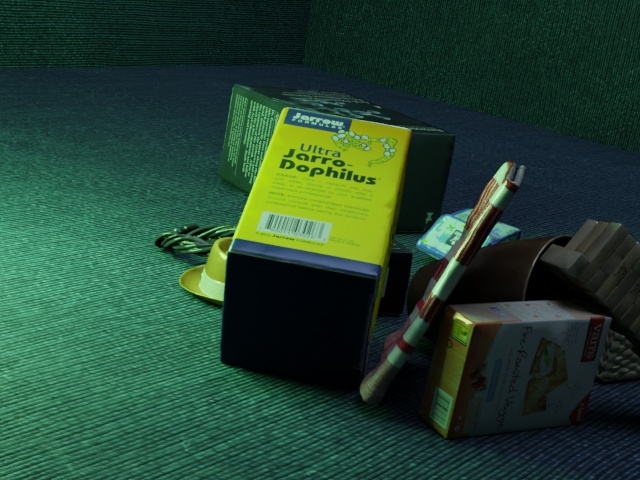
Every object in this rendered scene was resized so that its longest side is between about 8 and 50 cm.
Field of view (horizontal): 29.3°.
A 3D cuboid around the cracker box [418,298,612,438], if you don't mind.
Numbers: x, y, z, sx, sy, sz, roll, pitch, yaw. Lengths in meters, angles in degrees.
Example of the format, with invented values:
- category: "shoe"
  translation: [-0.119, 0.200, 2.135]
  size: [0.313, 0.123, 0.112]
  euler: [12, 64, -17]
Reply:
- category: "cracker box"
  translation: [0.247, 0.159, 1.543]
  size: [0.232, 0.156, 0.067]
  euler: [-1, 21, -33]

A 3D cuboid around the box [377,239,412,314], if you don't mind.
- category: "box"
  translation: [0.029, 0.034, 1.951]
  size: [0.153, 0.108, 0.207]
  euler: [2, 17, -24]

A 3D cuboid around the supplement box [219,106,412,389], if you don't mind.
- category: "supplement box"
  translation: [0.000, 0.000, 1.676]
  size: [0.195, 0.194, 0.356]
  euler: [11, 38, 4]

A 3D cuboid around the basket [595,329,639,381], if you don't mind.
- category: "basket"
  translation: [0.449, 0.139, 1.827]
  size: [0.167, 0.113, 0.103]
  euler: [-2, 21, -36]

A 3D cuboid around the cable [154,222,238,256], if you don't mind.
- category: "cable"
  translation: [-0.184, -0.002, 2.023]
  size: [0.184, 0.047, 0.150]
  euler: [12, 10, 41]

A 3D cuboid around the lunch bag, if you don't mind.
- category: "lunch bag"
  translation: [0.271, 0.009, 2.240]
  size: [0.151, 0.096, 0.129]
  euler: [-22, 34, -37]

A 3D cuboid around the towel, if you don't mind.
- category: "towel"
  translation: [0.160, 0.046, 1.579]
  size: [0.037, 0.329, 0.237]
  euler: [33, 14, 4]

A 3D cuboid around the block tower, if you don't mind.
- category: "block tower"
  translation: [0.446, 0.107, 1.619]
  size: [0.335, 0.097, 0.091]
  euler: [42, -5, -15]

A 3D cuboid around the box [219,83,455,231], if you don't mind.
- category: "box"
  translation: [0.026, -0.170, 2.495]
  size: [0.293, 0.212, 0.395]
  euler: [-1, 19, -37]

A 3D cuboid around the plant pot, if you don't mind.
- category: "plant pot"
  translation: [0.246, 0.095, 1.748]
  size: [0.230, 0.215, 0.215]
  euler: [3, 7, 41]

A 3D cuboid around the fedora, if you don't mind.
- category: "fedora"
  translation: [-0.123, 0.044, 1.877]
  size: [0.194, 0.079, 0.194]
  euler: [9, 15, -2]
